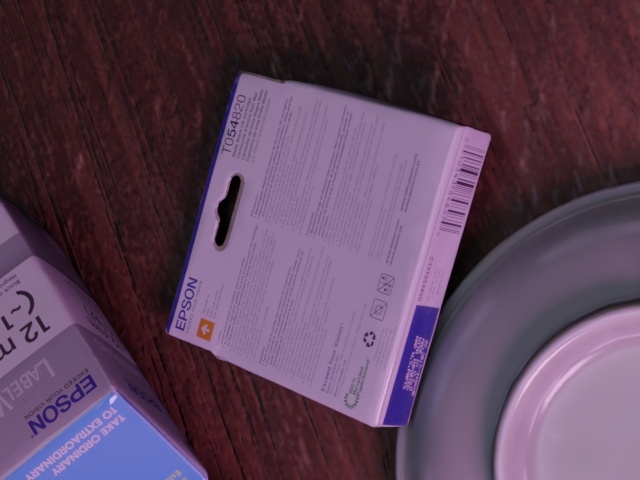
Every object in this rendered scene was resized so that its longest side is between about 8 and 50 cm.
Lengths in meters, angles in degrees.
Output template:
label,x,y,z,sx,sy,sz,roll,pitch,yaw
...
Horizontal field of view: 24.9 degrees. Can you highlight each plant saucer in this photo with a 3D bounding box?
label,x,y,z,sx,sy,sz,roll,pitch,yaw
plant saucer,0.226,0.149,0.941,0.400,0.100,0.401,-3,82,22

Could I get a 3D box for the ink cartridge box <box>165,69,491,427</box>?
label,x,y,z,sx,sy,sz,roll,pitch,yaw
ink cartridge box,0.000,0.000,1.075,0.224,0.045,0.223,20,96,39

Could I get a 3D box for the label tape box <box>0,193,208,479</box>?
label,x,y,z,sx,sy,sz,roll,pitch,yaw
label tape box,-0.248,0.160,1.067,0.249,0.115,0.348,-39,54,0
